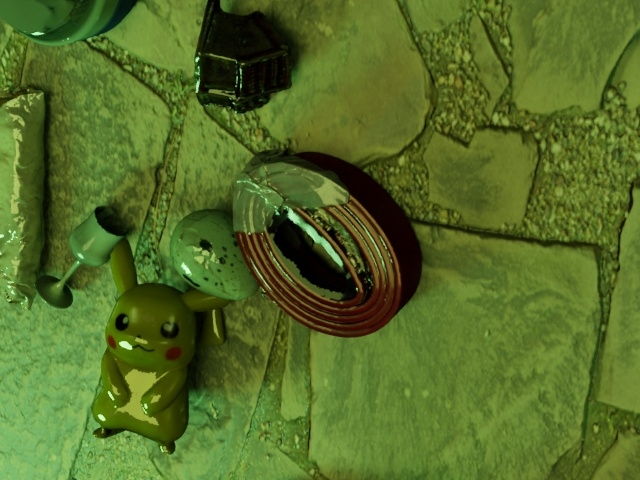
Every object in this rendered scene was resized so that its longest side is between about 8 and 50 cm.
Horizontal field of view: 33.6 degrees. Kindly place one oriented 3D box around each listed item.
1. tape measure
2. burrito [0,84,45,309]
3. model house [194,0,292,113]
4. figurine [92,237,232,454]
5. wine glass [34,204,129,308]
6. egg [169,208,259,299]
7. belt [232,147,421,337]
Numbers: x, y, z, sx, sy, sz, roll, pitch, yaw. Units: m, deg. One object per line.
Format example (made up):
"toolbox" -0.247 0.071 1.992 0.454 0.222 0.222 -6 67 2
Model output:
"tape measure" -0.412 -0.443 1.658 0.259 0.138 0.262 36 114 11
"burrito" -0.531 -0.075 1.841 0.117 0.076 0.392 13 107 26
"model house" -0.113 -0.266 1.614 0.152 0.106 0.165 14 145 6
"figurine" -0.267 0.186 1.755 0.218 0.169 0.326 12 111 3
"wine glass" -0.408 0.028 1.814 0.079 0.079 0.195 47 116 5
"egg" -0.163 0.025 1.683 0.164 0.131 0.131 41 115 12
"belt" 0.000 0.000 1.620 0.324 0.115 0.227 44 114 7
